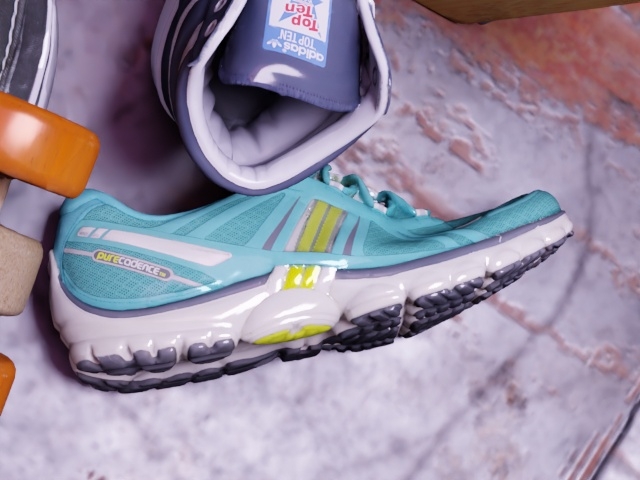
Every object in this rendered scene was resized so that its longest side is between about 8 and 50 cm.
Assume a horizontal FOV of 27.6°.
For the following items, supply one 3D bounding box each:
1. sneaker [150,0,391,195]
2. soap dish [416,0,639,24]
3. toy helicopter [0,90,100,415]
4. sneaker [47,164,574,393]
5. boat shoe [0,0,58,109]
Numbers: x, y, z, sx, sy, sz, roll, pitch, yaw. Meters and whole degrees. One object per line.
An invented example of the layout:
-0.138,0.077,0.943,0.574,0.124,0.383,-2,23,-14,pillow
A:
-0.005,-0.155,0.586,0.099,0.153,0.282,12,114,-17,sneaker
0.167,-0.236,0.681,0.291,0.229,0.118,-46,112,-16,soap dish
-0.282,-0.043,0.523,0.355,0.235,0.140,20,88,14,toy helicopter
0.000,0.000,0.663,0.275,0.107,0.110,-8,75,-16,sneaker
-0.175,-0.173,0.607,0.113,0.105,0.306,3,98,-12,boat shoe
